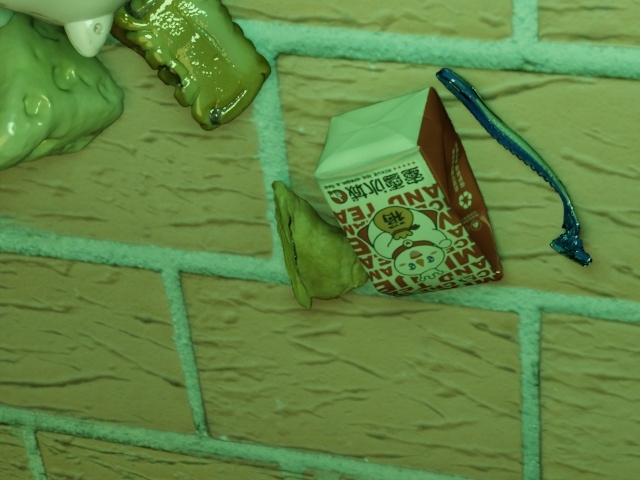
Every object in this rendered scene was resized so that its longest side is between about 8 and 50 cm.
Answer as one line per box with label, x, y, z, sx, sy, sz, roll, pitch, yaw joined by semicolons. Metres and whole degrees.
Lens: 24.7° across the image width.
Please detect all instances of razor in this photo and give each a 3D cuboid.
razor;0.262;-0.108;1.927;0.056;0.093;0.324;-39;105;-3

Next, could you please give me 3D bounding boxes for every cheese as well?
cheese;-0.432;-0.219;2.013;0.173;0.251;0.248;-35;92;37

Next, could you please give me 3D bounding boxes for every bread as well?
bread;-0.168;-0.261;1.942;0.134;0.081;0.225;-36;109;0

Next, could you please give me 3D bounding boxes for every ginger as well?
ginger;-0.003;-0.003;2.094;0.123;0.115;0.193;-15;114;6

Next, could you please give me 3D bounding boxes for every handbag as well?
handbag;0.129;-0.038;1.966;0.171;0.151;0.298;-15;123;24

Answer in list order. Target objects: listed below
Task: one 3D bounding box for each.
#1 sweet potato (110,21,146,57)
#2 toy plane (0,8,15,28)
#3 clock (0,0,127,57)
sweet potato;-0.262;-0.315;1.968;0.078;0.058;0.255;-28;118;13
toy plane;-0.484;-0.376;1.896;0.267;0.267;0.122;42;112;-13
clock;-0.344;-0.428;1.724;0.377;0.368;0.250;37;158;-28
